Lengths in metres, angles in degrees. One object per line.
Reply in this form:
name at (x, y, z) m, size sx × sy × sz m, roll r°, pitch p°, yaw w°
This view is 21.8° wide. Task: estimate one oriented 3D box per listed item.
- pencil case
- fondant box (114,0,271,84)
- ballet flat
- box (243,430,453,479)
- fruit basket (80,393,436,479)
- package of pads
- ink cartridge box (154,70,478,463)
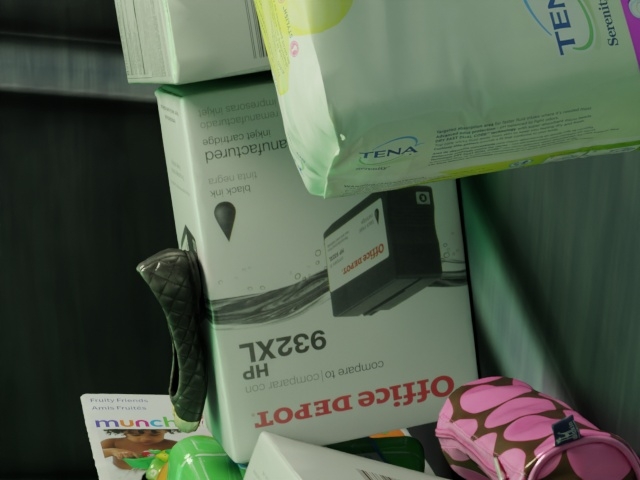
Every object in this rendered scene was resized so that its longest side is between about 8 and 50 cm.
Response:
pencil case at (0.142, 0.148, 1.135) m, size 0.209 × 0.098 × 0.095 m, roll -159°, pitch 60°, yaw -78°
fondant box at (-0.032, -0.190, 1.361) m, size 0.330 × 0.238 × 0.096 m, roll -153°, pitch 53°, yaw -76°
ballet flat at (-0.120, 0.083, 1.362) m, size 0.057 × 0.049 × 0.173 m, roll -124°, pitch 27°, yaw -58°
box at (0.013, 0.357, 1.319) m, size 0.168 × 0.215 × 0.345 m, roll -142°, pitch 70°, yaw -70°
fruit basket at (-0.042, 0.210, 1.545) m, size 0.353 × 0.327 × 0.165 m, roll -115°, pitch 30°, yaw -60°
package of pads at (0.069, -0.180, 0.897) m, size 0.101 × 0.229 × 0.297 m, roll 112°, pitch 146°, yaw -69°
ink cartridge box at (0.000, 0.009, 1.403) m, size 0.129 × 0.223 × 0.308 m, roll -148°, pitch 50°, yaw -72°
